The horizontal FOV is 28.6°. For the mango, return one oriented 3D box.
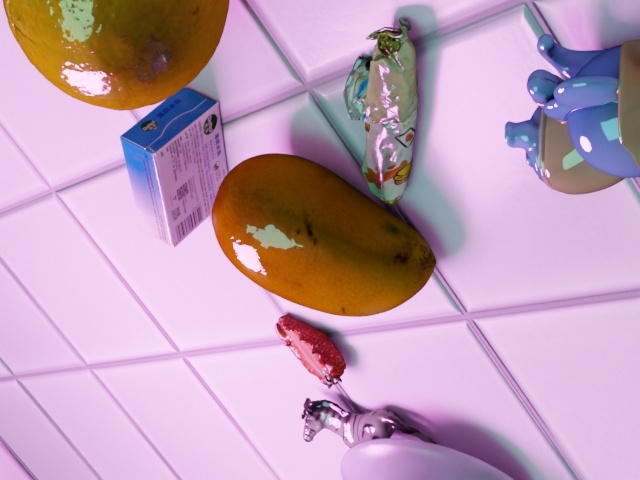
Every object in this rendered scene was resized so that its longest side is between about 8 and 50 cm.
[{"bbox_3d":[0.000,0.000,1.731,0.317,0.173,0.211,25,139,6],"label":"mango"}]

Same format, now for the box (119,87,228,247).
[{"bbox_3d":[-0.210,-0.107,1.851,0.073,0.139,0.194,26,143,26],"label":"box"}]

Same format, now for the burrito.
[{"bbox_3d":[0.073,-0.163,1.571,0.104,0.054,0.288,31,147,22],"label":"burrito"}]

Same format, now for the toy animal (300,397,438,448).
[{"bbox_3d":[0.073,0.318,2.094,0.176,0.073,0.217,50,142,-11],"label":"toy animal"}]

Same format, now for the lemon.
[{"bbox_3d":[-0.249,-0.310,1.538,0.297,0.297,0.297,28,144,23],"label":"lemon"}]

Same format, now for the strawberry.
[{"bbox_3d":[-0.012,0.176,2.051,0.152,0.048,0.104,49,156,17],"label":"strawberry"}]

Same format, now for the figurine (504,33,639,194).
[{"bbox_3d":[0.289,-0.128,1.288,0.262,0.153,0.180,-8,132,46],"label":"figurine"}]

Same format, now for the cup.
[{"bbox_3d":[0.172,0.477,2.003,0.347,0.163,0.347,15,145,11],"label":"cup"}]
